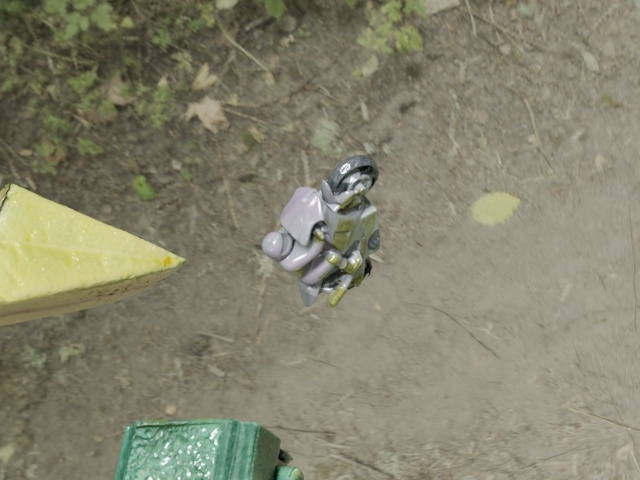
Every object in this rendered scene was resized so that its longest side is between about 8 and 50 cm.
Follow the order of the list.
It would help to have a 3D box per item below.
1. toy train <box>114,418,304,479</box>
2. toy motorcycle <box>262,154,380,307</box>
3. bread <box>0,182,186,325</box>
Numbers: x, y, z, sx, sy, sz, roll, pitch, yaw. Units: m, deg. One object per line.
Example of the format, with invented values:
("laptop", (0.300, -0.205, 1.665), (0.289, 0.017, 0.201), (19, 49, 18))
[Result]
("toy train", (-0.182, 0.387, 1.532), (0.299, 0.238, 0.167), (-8, 58, 25))
("toy motorcycle", (0.000, 0.000, 1.128), (0.152, 0.225, 0.073), (-22, 52, -21))
("bread", (-0.322, 0.065, 1.179), (0.167, 0.264, 0.163), (-30, 43, 49))
